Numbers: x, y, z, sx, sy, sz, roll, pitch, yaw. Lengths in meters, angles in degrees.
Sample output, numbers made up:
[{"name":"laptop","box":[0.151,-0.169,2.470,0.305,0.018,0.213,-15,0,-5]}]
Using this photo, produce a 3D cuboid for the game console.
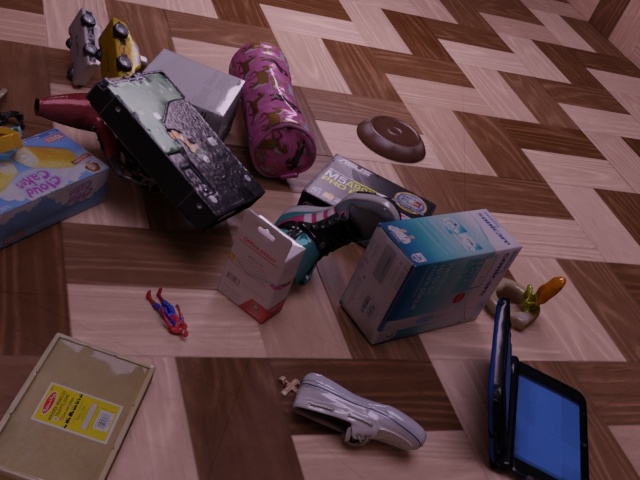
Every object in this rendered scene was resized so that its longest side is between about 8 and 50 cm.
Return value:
[{"name":"game console","box":[0.398,0.280,1.513,0.174,0.250,0.293,1,32,15]}]

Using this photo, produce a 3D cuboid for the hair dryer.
[{"name":"hair dryer","box":[-0.423,-0.223,1.659,0.294,0.080,0.223,22,25,-2]}]

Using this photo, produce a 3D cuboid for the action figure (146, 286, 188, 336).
[{"name":"action figure","box":[-0.263,0.127,1.463,0.038,0.030,0.115,-10,48,-44]}]

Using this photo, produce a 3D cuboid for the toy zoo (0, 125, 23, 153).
[{"name":"toy zoo","box":[-0.672,-0.161,1.505,0.192,0.030,0.293,13,30,44]}]

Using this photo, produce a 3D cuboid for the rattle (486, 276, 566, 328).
[{"name":"rattle","box":[0.396,0.083,1.792,0.130,0.142,0.200,-34,69,-29]}]

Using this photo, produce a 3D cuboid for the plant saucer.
[{"name":"plant saucer","box":[0.195,-0.279,2.235,0.199,0.036,0.198,15,37,-11]}]

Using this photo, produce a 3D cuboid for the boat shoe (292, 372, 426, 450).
[{"name":"boat shoe","box":[0.059,0.303,1.382,0.226,0.083,0.075,23,54,10]}]

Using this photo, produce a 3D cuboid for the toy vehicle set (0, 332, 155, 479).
[{"name":"toy vehicle set","box":[-0.363,0.258,1.227,0.166,0.035,0.266,21,35,-3]}]

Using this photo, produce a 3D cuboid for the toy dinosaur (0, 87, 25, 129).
[{"name":"toy dinosaur","box":[-0.677,-0.261,1.714,0.118,0.064,0.268,20,32,7]}]

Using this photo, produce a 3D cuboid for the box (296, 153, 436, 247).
[{"name":"box","box":[0.107,-0.075,1.899,0.270,0.060,0.216,29,36,8]}]

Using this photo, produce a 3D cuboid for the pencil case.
[{"name":"pencil case","box":[-0.119,-0.310,1.989,0.167,0.160,0.386,32,26,-36]}]

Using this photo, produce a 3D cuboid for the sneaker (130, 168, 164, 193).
[{"name":"sneaker","box":[-0.315,-0.135,1.760,0.170,0.068,0.071,2,14,-24]}]

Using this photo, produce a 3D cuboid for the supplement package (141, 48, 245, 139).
[{"name":"supplement package","box":[-0.304,-0.297,1.884,0.203,0.149,0.194,21,36,-2]}]

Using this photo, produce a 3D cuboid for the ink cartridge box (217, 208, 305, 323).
[{"name":"ink cartridge box","box":[-0.102,0.038,1.518,0.115,0.198,0.067,37,38,18]}]

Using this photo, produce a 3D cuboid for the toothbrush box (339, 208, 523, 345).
[{"name":"toothbrush box","box":[0.216,0.067,1.642,0.296,0.216,0.126,-8,47,-38]}]

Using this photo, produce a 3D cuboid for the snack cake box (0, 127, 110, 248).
[{"name":"snack cake box","box":[-0.541,-0.101,1.552,0.152,0.089,0.264,33,36,16]}]

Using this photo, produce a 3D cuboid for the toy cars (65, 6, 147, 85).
[{"name":"toy cars","box":[-0.482,-0.415,1.895,0.087,0.176,0.394,12,11,-38]}]

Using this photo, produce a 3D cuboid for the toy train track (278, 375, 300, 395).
[{"name":"toy train track","box":[-0.035,0.256,1.430,0.083,0.014,0.048,34,37,15]}]

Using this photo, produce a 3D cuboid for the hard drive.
[{"name":"hard drive","box":[-0.277,-0.182,1.644,0.339,0.064,0.237,50,24,0]}]

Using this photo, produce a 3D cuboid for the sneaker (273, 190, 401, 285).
[{"name":"sneaker","box":[0.000,0.000,1.612,0.123,0.296,0.178,59,44,-24]}]
